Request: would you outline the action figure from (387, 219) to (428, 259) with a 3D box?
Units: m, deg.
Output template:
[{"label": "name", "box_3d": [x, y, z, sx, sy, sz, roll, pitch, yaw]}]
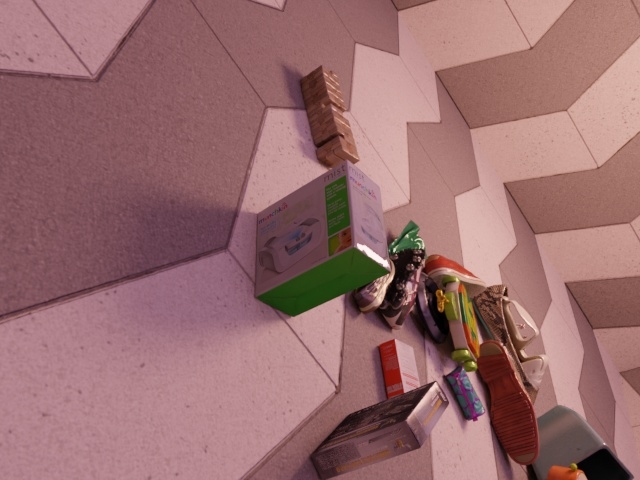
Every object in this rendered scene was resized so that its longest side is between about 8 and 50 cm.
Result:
[{"label": "action figure", "box_3d": [0.252, 0.034, 1.749, 0.232, 0.063, 0.137, -29, 92, -53]}]

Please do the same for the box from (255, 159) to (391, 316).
[{"label": "box", "box_3d": [0.000, 0.000, 1.187, 0.127, 0.262, 0.231, 34, 41, -39]}]

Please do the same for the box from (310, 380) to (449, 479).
[{"label": "box", "box_3d": [0.117, 0.365, 1.096, 0.056, 0.231, 0.183, 61, 29, 4]}]

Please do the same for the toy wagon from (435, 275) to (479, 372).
[{"label": "toy wagon", "box_3d": [0.431, 0.246, 1.761, 0.344, 0.068, 0.267, 50, 33, -53]}]

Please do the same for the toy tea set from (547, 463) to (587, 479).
[{"label": "toy tea set", "box_3d": [0.775, 0.841, 1.733, 0.200, 0.124, 0.336, -52, 125, -30]}]

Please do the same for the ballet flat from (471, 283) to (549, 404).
[{"label": "ballet flat", "box_3d": [0.712, 0.383, 2.053, 0.164, 0.182, 0.482, 11, 57, -55]}]

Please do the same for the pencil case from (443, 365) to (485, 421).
[{"label": "pencil case", "box_3d": [0.427, 0.452, 1.673, 0.151, 0.064, 0.070, 63, 14, 3]}]

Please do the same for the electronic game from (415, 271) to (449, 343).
[{"label": "electronic game", "box_3d": [0.342, 0.207, 1.759, 0.229, 0.048, 0.229, 44, 35, -43]}]

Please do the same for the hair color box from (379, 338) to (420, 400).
[{"label": "hair color box", "box_3d": [0.204, 0.344, 1.429, 0.093, 0.053, 0.167, 32, 40, -43]}]

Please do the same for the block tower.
[{"label": "block tower", "box_3d": [0.023, -0.372, 1.701, 0.097, 0.091, 0.335, 24, 46, -48]}]

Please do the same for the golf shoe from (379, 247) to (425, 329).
[{"label": "golf shoe", "box_3d": [0.230, 0.126, 1.602, 0.273, 0.105, 0.120, -55, 137, -42]}]

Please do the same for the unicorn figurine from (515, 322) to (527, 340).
[{"label": "unicorn figurine", "box_3d": [0.753, 0.358, 2.234, 0.060, 0.111, 0.161, 6, 75, -67]}]

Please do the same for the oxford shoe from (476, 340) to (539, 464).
[{"label": "oxford shoe", "box_3d": [0.632, 0.528, 1.860, 0.146, 0.141, 0.397, 32, 43, -52]}]

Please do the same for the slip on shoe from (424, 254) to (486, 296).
[{"label": "slip on shoe", "box_3d": [0.471, 0.128, 1.965, 0.331, 0.123, 0.101, 23, 43, -41]}]

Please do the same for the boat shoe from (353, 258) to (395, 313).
[{"label": "boat shoe", "box_3d": [0.140, 0.099, 1.504, 0.073, 0.080, 0.223, 55, 34, -22]}]

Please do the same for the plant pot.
[{"label": "plant pot", "box_3d": [0.851, 0.723, 1.944, 0.248, 0.247, 0.252, 45, 13, -27]}]
